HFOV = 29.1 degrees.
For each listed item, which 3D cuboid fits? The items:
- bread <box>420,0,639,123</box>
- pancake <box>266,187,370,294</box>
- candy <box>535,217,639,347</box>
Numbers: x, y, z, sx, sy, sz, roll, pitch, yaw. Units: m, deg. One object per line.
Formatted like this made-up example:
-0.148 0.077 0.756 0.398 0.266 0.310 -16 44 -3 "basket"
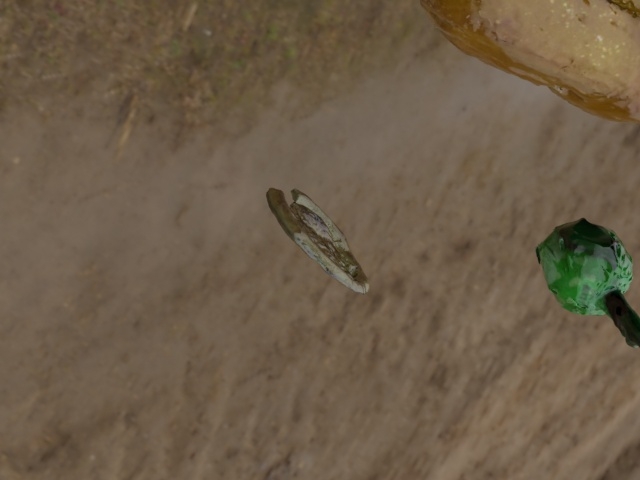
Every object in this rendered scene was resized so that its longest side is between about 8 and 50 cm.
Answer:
0.295 -0.267 1.110 0.337 0.328 0.148 -57 -161 23 "bread"
0.000 0.000 1.863 0.029 0.212 0.235 -41 176 13 "pancake"
0.304 0.093 1.163 0.097 0.323 0.097 -12 129 -15 "candy"
